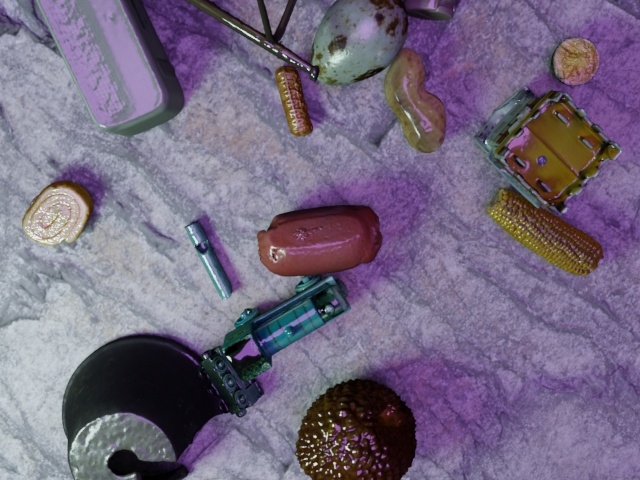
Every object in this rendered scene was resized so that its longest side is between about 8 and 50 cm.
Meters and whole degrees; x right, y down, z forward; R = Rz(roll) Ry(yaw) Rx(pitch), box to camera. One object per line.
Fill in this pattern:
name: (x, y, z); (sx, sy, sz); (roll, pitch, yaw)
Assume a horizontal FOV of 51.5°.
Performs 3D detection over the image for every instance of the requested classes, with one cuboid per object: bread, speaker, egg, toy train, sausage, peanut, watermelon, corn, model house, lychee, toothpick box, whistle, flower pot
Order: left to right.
bread: (-0.561, -0.054, 1.429); (0.122, 0.073, 0.149); (36, 96, -11)
speaker: (-0.431, -0.413, 1.316); (0.183, 0.184, 0.407); (-23, 102, 1)
flower pot: (-0.413, 0.418, 1.442); (0.378, 0.251, 0.380); (0, 102, -2)
whistle: (-0.248, 0.046, 1.489); (0.039, 0.039, 0.186); (-25, 101, 1)
toy train: (-0.207, 0.315, 1.511); (0.071, 0.111, 0.171); (-28, 94, 29)
toy train: (-0.071, 0.181, 1.448); (0.298, 0.194, 0.120); (-30, 100, 1)
bread: (-0.057, -0.300, 1.435); (0.052, 0.044, 0.157); (-17, 101, -4)
sausage: (0.000, 0.000, 1.443); (0.279, 0.152, 0.152); (-8, 101, -3)
lychee: (0.073, 0.445, 1.490); (0.267, 0.267, 0.268); (-1, 100, -4)
egg: (0.075, -0.414, 1.363); (0.231, 0.169, 0.169); (-40, 101, 12)
peanut: (0.203, -0.298, 1.430); (0.103, 0.098, 0.230); (-36, 106, -39)
toothpick box: (0.237, -0.557, 1.376); (0.111, 0.111, 0.181); (8, 98, -6)
model house: (0.471, -0.195, 1.406); (0.224, 0.215, 0.198); (40, 98, -9)
corn: (0.515, -0.009, 1.503); (0.310, 0.101, 0.102); (29, 97, -10)
watermelon: (0.553, -0.389, 1.454); (0.105, 0.062, 0.106); (0, 95, 2)

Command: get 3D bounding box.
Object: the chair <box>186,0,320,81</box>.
chair: (-0.152, -0.565, 1.140); (0.409, 0.365, 0.362); (18, 79, 7)
